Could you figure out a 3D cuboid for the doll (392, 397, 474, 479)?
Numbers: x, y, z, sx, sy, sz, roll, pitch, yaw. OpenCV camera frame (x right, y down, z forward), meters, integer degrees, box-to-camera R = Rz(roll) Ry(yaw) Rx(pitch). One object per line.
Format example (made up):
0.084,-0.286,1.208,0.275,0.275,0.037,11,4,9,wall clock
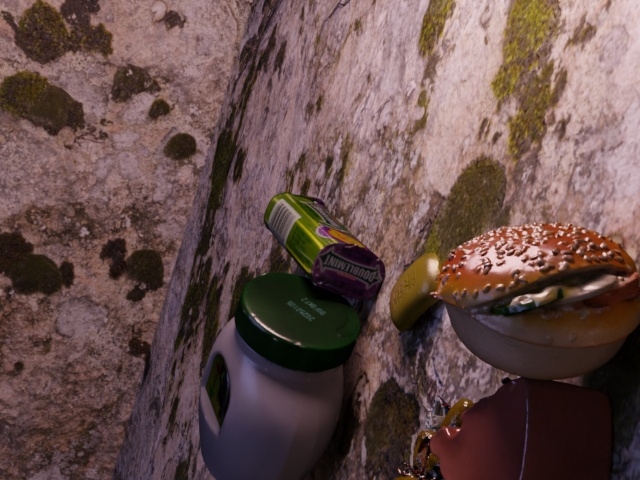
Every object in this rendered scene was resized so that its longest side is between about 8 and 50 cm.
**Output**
0.148,0.305,1.302,0.137,0.097,0.209,36,106,49,doll

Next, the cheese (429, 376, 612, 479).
0.220,0.272,1.097,0.203,0.128,0.177,-48,33,47,cheese

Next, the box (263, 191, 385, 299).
0.000,0.000,1.824,0.097,0.134,0.345,-68,21,10,box

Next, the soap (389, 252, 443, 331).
0.145,0.080,1.526,0.140,0.045,0.088,127,153,-44,soap

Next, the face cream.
-0.082,0.256,1.724,0.312,0.220,0.356,61,137,50,face cream

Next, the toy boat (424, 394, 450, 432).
0.161,0.256,1.383,0.038,0.038,0.083,150,130,-62,toy boat

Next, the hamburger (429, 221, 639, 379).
0.240,0.054,1.087,0.237,0.237,0.147,-124,29,-63,hamburger
